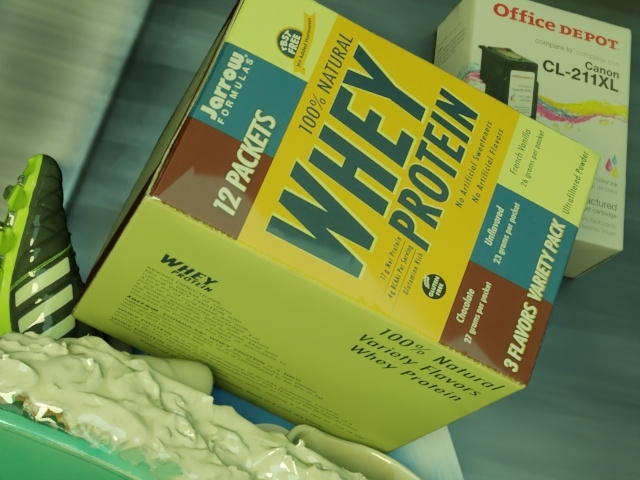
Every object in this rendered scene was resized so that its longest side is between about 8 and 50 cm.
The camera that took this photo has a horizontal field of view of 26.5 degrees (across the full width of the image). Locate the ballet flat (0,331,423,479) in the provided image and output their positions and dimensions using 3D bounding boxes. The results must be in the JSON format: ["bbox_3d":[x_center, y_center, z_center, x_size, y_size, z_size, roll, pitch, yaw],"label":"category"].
[{"bbox_3d":[-0.049,0.140,0.717,0.409,0.147,0.147,28,65,-11],"label":"ballet flat"}]

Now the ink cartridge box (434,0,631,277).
[{"bbox_3d":[0.145,-0.076,0.959,0.127,0.072,0.175,13,69,-15],"label":"ink cartridge box"}]

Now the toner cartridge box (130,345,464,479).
[{"bbox_3d":[-0.001,0.157,0.824,0.165,0.075,0.348,-12,76,-24],"label":"toner cartridge box"}]

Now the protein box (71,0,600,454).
[{"bbox_3d":[0.000,0.000,0.723,0.199,0.201,0.136,27,65,-9],"label":"protein box"}]

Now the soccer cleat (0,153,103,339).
[{"bbox_3d":[-0.165,0.037,0.819,0.072,0.060,0.179,11,75,-27],"label":"soccer cleat"}]
